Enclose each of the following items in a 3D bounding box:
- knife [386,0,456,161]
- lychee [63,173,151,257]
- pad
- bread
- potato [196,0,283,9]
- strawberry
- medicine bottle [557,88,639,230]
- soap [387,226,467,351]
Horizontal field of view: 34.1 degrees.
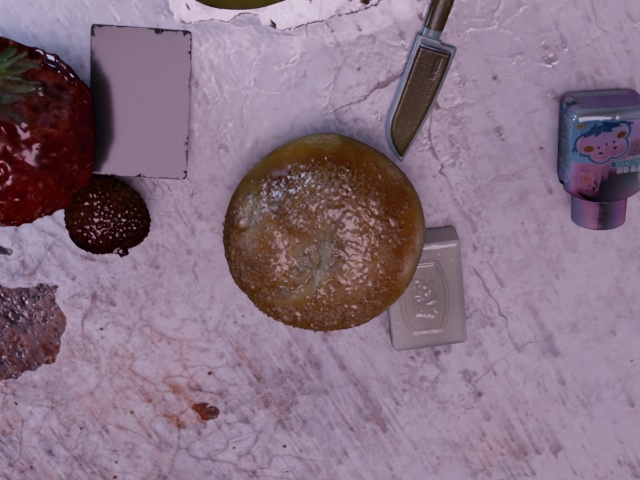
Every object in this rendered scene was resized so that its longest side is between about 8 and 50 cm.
[{"bbox_3d":[0.159,-0.264,1.457,0.061,0.027,0.343,14,116,-13],"label":"knife"},{"bbox_3d":[-0.313,-0.037,1.515,0.123,0.123,0.129,-18,108,8],"label":"lychee"},{"bbox_3d":[-0.255,-0.193,1.470,0.143,0.003,0.211,4,102,-3],"label":"pad"},{"bbox_3d":[0.000,0.000,1.490,0.305,0.159,0.306,4,110,12],"label":"bread"},{"bbox_3d":[-0.103,-0.409,1.275,0.330,0.213,0.280,-15,116,8],"label":"potato"},{"bbox_3d":[-0.430,-0.134,1.410,0.274,0.274,0.220,1,154,-2],"label":"strawberry"},{"bbox_3d":[0.403,-0.115,1.499,0.119,0.094,0.188,-4,117,-1],"label":"medicine bottle"},{"bbox_3d":[0.159,0.074,1.610,0.121,0.064,0.183,-7,116,3],"label":"soap"}]
